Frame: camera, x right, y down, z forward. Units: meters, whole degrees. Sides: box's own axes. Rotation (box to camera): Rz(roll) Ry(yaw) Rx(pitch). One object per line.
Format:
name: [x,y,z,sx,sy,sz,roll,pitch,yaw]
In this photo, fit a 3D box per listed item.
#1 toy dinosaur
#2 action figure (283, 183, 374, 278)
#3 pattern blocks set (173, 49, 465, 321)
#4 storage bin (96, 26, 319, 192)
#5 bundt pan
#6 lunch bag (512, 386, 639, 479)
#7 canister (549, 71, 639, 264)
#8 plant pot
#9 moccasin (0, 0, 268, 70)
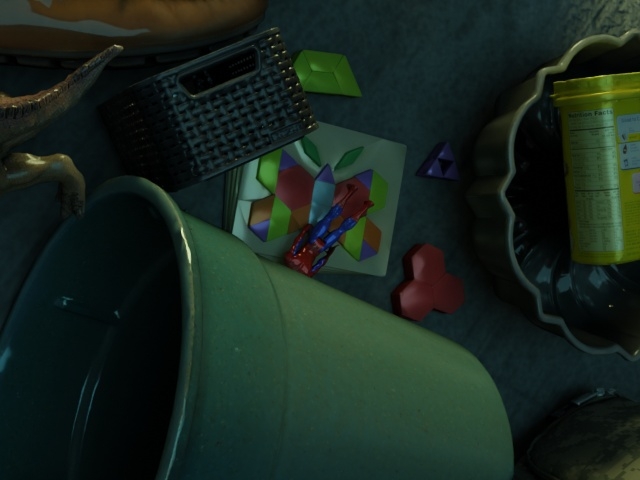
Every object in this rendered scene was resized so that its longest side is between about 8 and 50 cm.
toy dinosaur: [-0.289,-0.074,0.699,0.200,0.296,0.127,39,40,-63]
action figure: [0.000,0.000,0.923,0.038,0.030,0.115,45,78,-15]
pattern blocks set: [-0.003,-0.038,0.952,0.325,0.026,0.285,-6,94,-26]
storage bin: [-0.094,-0.098,0.795,0.122,0.180,0.084,-26,101,-19]
bundt pan: [0.284,-0.046,1.042,0.331,0.124,0.330,-1,93,-27]
lunch bag: [0.323,0.293,0.978,0.212,0.305,0.256,43,77,-24]
canister: [0.283,-0.069,0.932,0.126,0.073,0.169,-9,97,-26]
plant pot: [-0.052,0.160,0.784,0.334,0.341,0.341,18,83,-34]
moccasin: [-0.224,-0.209,0.784,0.380,0.139,0.146,-1,101,-18]
